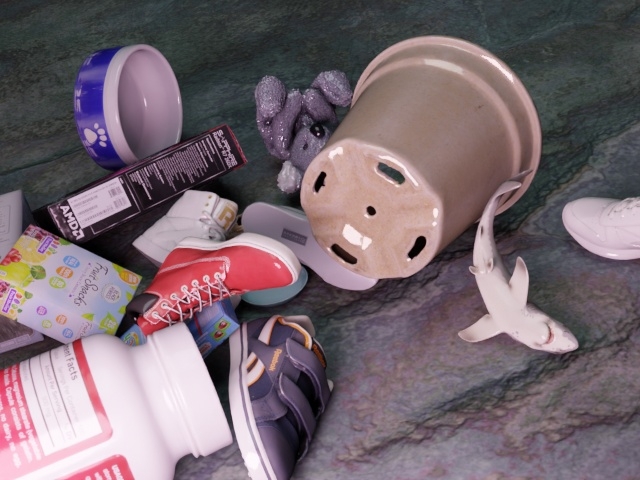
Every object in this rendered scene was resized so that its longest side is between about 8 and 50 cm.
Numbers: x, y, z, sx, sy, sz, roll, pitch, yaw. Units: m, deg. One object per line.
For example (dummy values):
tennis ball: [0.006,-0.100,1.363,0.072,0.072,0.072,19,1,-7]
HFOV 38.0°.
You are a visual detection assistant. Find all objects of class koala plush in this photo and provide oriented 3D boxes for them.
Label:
koala plush: [-0.016,-0.184,1.801,0.196,0.203,0.221,-11,52,-18]

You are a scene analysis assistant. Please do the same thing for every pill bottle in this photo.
pill bottle: [-0.331,0.257,1.169,0.408,0.229,0.229,-21,34,-13]

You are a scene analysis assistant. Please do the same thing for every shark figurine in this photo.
shark figurine: [0.278,0.045,1.364,0.166,0.278,0.116,-25,-20,37]

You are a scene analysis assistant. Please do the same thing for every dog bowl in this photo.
dog bowl: [-0.400,-0.276,1.958,0.104,0.264,0.265,-1,35,21]

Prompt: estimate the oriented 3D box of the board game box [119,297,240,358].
board game box: [-0.222,0.144,1.388,0.211,0.039,0.160,-41,33,8]

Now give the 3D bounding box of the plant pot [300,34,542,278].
plant pot: [0.133,-0.108,1.424,0.334,0.333,0.305,7,32,28]

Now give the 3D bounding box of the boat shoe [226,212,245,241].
boat shoe: [-0.160,-0.026,1.697,0.135,0.045,0.050,-23,34,-15]

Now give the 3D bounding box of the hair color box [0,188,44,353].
hair color box: [-0.606,0.060,1.666,0.185,0.113,0.374,-18,33,-7]

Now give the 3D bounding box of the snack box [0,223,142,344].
snack box: [-0.411,0.079,1.495,0.207,0.070,0.174,28,27,-10]

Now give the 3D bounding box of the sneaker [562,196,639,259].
sneaker: [0.505,-0.037,1.384,0.305,0.152,0.114,18,46,40]

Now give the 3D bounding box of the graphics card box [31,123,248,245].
graphics card box: [-0.347,-0.099,1.759,0.371,0.094,0.233,-30,12,-21]

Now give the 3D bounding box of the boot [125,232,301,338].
boot: [-0.153,0.075,1.276,0.244,0.088,0.176,-2,38,40]

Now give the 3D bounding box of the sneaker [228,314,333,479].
sneaker: [-0.050,0.199,1.250,0.128,0.126,0.321,-18,31,3]

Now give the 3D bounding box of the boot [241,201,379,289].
boot: [0.000,0.000,1.562,0.258,0.095,0.123,27,13,16]

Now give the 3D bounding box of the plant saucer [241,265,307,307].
plant saucer: [-0.078,0.076,1.538,0.119,0.021,0.119,-9,33,6]

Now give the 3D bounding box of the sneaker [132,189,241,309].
sneaker: [-0.191,-0.001,1.577,0.169,0.108,0.292,-49,42,-12]
